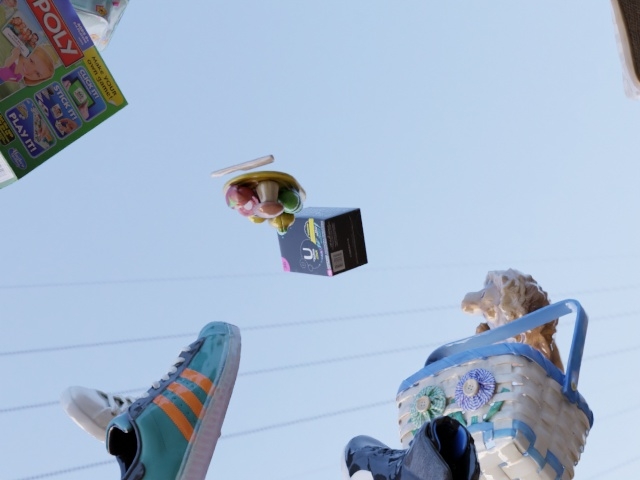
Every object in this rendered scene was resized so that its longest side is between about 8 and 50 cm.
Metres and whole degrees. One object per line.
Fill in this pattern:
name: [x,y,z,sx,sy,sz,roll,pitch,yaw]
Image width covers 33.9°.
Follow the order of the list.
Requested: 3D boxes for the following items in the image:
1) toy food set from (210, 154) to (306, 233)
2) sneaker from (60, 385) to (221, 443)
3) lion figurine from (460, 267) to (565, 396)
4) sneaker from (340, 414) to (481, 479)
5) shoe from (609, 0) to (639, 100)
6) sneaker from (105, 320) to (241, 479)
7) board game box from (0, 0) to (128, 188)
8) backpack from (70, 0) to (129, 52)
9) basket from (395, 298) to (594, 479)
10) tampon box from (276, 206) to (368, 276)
toy food set: [-0.096,-0.059,1.757,0.218,0.128,0.071,46,-146,-65]
sneaker: [-0.292,0.288,1.755,0.290,0.106,0.123,33,-78,-33]
lion figurine: [0.345,0.222,1.683,0.142,0.240,0.392,-26,-87,-4]
sneaker: [0.090,0.204,0.970,0.079,0.217,0.121,13,-77,-22]
shoe: [0.411,-0.287,1.374,0.058,0.077,0.219,110,160,-76]
sneaker: [-0.173,0.199,1.204,0.302,0.121,0.108,-76,8,-46]
board game box: [-0.366,-0.243,1.173,0.317,0.046,0.213,61,-142,-17]
backpack: [-0.375,-0.354,1.503,0.188,0.166,0.144,26,-121,-16]
basket: [0.232,0.212,1.381,0.201,0.255,0.289,50,-146,-19]
tampon box: [0.000,0.000,2.136,0.101,0.161,0.120,-18,-76,-39]
